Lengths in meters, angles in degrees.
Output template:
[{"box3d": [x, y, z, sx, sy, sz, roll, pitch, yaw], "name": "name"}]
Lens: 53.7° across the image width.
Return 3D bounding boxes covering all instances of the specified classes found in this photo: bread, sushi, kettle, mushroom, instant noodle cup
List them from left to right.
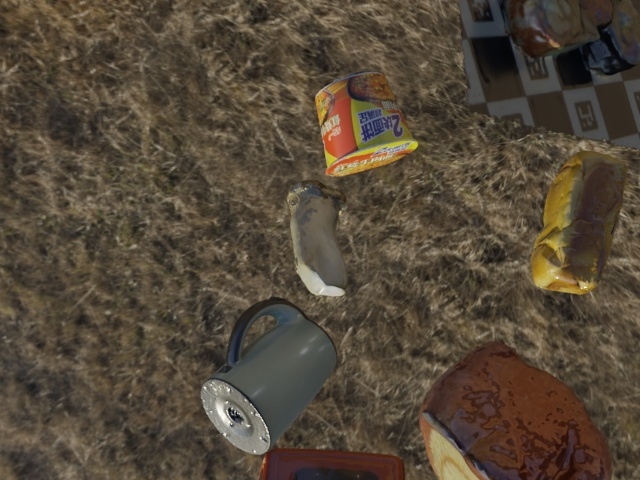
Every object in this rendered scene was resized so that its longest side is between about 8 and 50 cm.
[{"box3d": [-0.090, 0.225, 1.151, 0.161, 0.236, 0.221, -10, 110, 45], "name": "kettle"}, {"box3d": [0.000, 0.000, 0.849, 0.084, 0.209, 0.071, 17, 129, -20], "name": "mushroom"}, {"box3d": [0.087, -0.253, 1.369, 0.213, 0.213, 0.174, -19, 83, 21], "name": "instant noodle cup"}, {"box3d": [0.178, 0.216, 0.614, 0.123, 0.244, 0.190, -30, 56, -17], "name": "bread"}, {"box3d": [0.543, -0.033, 1.340, 0.132, 0.167, 0.294, 21, 82, 3], "name": "bread"}, {"box3d": [0.285, -0.270, 0.666, 0.068, 0.339, 0.320, -17, 73, 55], "name": "sushi"}]

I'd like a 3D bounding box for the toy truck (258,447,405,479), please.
[{"box3d": [0.001, 0.245, 0.327, 0.107, 0.253, 0.114, 4, 136, -2], "name": "toy truck"}]
